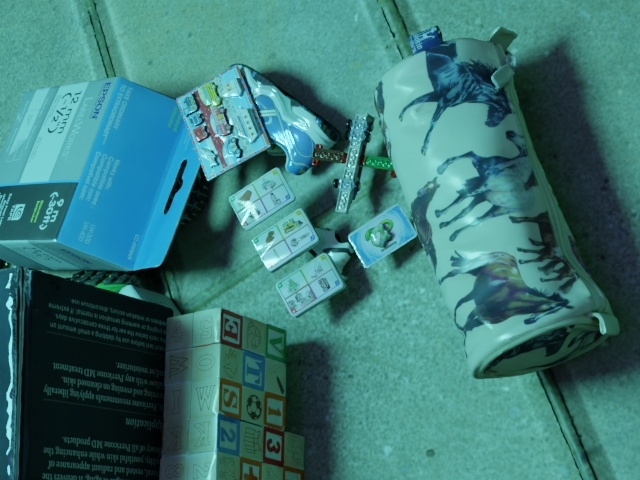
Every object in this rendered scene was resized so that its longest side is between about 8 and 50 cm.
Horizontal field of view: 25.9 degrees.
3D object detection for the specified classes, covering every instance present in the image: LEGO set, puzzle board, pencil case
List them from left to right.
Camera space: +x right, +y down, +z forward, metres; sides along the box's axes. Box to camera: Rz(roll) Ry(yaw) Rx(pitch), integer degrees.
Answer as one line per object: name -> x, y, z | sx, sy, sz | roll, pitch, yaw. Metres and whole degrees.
puzzle board -> -0.127, -0.153, 1.804 | 0.096, 0.011, 0.128 | -28, 69, 15
LEGO set -> 0.031, -0.041, 1.718 | 0.244, 0.060, 0.182 | -34, 70, 11
pencil case -> 0.191, -0.040, 1.542 | 0.183, 0.160, 0.410 | -40, 55, 36

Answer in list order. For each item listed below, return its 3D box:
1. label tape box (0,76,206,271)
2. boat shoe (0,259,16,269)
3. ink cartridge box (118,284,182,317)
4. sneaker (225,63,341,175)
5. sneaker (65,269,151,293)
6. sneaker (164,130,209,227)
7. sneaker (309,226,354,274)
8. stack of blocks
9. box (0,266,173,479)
label tape box -> -0.314, -0.090, 1.903 | 0.348, 0.115, 0.249 | -2, 64, 48
boat shoe -> -0.496, 0.034, 2.056 | 0.103, 0.118, 0.320 | 7, 73, 42
ink cartridge box -> -0.222, 0.183, 1.822 | 0.153, 0.087, 0.208 | -49, 54, 14
sneaker -> -0.068, -0.163, 1.822 | 0.211, 0.080, 0.081 | 41, 98, 39
sneaker -> -0.370, 0.145, 1.941 | 0.343, 0.134, 0.146 | -32, 95, 17
sneaker -> -0.190, -0.091, 1.911 | 0.073, 0.063, 0.162 | 4, 69, 47
sneaker -> 0.000, 0.000, 1.752 | 0.109, 0.040, 0.043 | 38, 90, 32
stack of blocks -> -0.102, 0.246, 1.660 | 0.087, 0.171, 0.297 | -12, 68, 33
box -> -0.446, 0.309, 1.662 | 0.480, 0.297, 0.471 | -8, 73, 29
